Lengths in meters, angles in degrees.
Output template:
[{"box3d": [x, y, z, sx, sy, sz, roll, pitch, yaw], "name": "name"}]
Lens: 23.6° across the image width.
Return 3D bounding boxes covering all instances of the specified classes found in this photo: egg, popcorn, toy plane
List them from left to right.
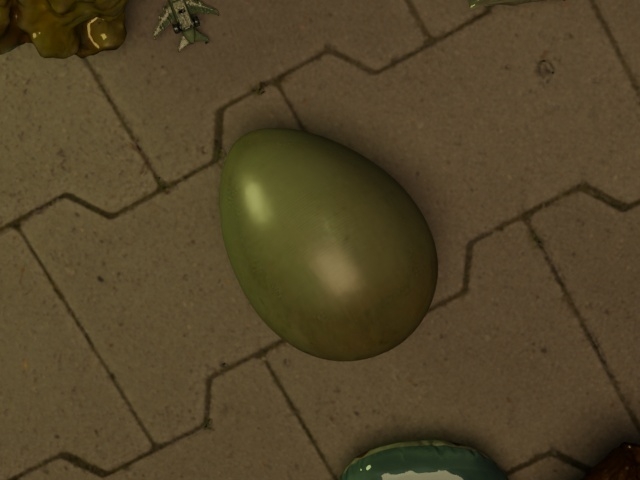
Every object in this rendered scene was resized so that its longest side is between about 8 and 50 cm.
[{"box3d": [-0.311, -0.301, 1.677, 0.237, 0.206, 0.251, -27, 121, -7], "name": "popcorn"}, {"box3d": [-0.159, -0.260, 1.762, 0.080, 0.033, 0.083, -21, 103, -4], "name": "toy plane"}, {"box3d": [0.000, 0.000, 1.732, 0.218, 0.218, 0.295, -43, 88, 12], "name": "egg"}]

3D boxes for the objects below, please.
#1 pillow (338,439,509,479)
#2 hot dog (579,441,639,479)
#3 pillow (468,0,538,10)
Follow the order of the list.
[{"box3d": [0.127, 0.340, 1.886, 0.233, 0.086, 0.214, -11, 116, 4], "name": "pillow"}, {"box3d": [0.304, 0.407, 1.809, 0.174, 0.267, 0.387, 44, 101, 0], "name": "hot dog"}, {"box3d": [0.220, -0.385, 1.691, 0.144, 0.078, 0.254, -9, 105, -6], "name": "pillow"}]
